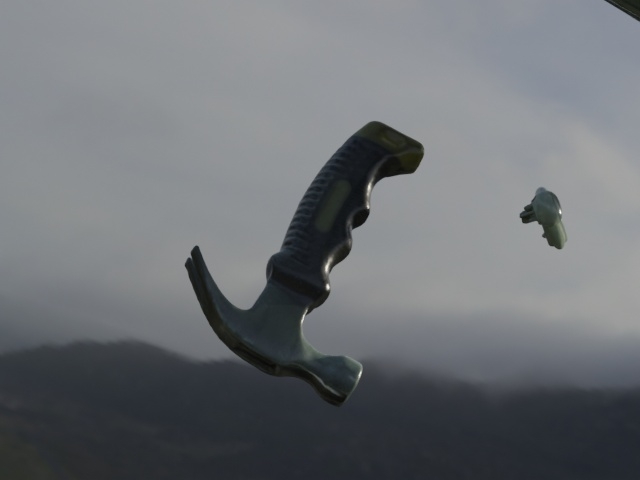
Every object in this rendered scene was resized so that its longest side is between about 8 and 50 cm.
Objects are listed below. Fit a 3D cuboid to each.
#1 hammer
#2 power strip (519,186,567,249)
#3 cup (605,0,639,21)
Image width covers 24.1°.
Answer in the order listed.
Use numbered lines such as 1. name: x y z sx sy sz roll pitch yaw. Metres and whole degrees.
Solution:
1. hammer: 0.000 0.000 1.166 0.159 0.226 0.041 32 -25 -2
2. power strip: 0.184 -0.018 1.242 0.035 0.055 0.083 -19 -13 8
3. cup: 0.445 -0.310 1.426 0.392 0.310 0.401 35 32 -6
